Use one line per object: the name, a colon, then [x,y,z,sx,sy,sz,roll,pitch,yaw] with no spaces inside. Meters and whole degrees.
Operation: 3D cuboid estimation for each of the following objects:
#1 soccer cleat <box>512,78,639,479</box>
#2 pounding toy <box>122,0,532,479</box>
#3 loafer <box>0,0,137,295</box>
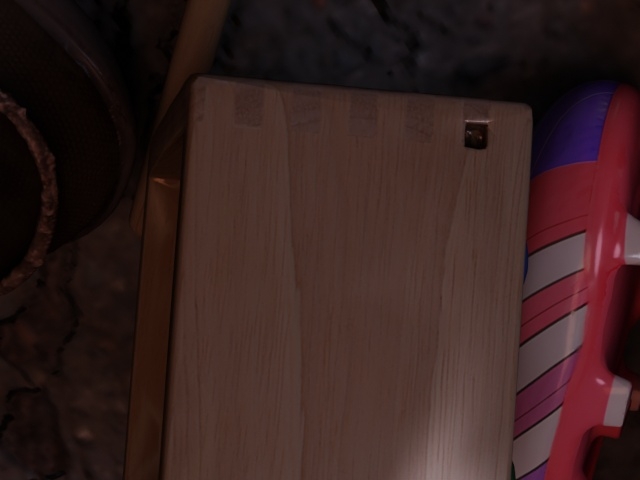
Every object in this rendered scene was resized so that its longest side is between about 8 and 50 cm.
soccer cleat: [0.047,0.063,0.567,0.095,0.083,0.248,15,121,16]
pounding toy: [-0.001,-0.005,0.508,0.094,0.181,0.206,5,85,-10]
loafer: [-0.232,-0.050,0.497,0.366,0.130,0.134,18,134,-13]
